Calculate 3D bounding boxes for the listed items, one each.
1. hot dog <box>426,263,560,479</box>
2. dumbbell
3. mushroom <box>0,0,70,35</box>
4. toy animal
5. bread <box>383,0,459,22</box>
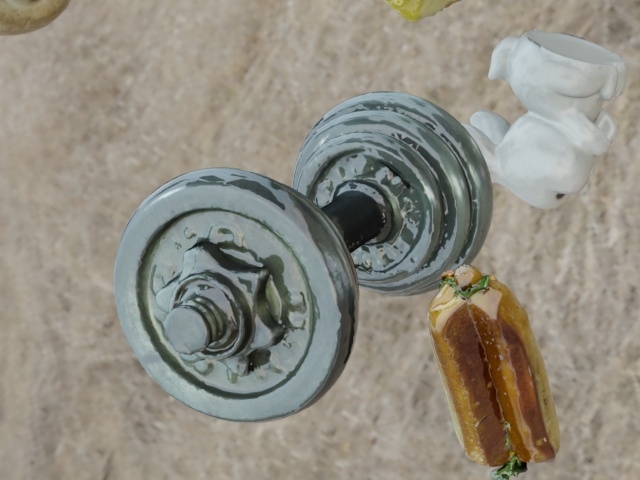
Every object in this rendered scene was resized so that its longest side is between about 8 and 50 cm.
[{"bbox_3d":[0.119,0.092,0.965,0.072,0.188,0.055,-5,39,16],"label":"hot dog"},{"bbox_3d":[0.000,0.000,1.055,0.179,0.179,0.406,-45,-5,29],"label":"dumbbell"},{"bbox_3d":[-0.400,-0.380,1.798,0.184,0.255,0.255,-6,56,53],"label":"mushroom"},{"bbox_3d":[0.248,-0.141,1.612,0.193,0.178,0.127,-66,-13,25],"label":"toy animal"},{"bbox_3d":[0.094,-0.489,1.740,0.143,0.333,0.323,-22,-31,-46],"label":"bread"}]
